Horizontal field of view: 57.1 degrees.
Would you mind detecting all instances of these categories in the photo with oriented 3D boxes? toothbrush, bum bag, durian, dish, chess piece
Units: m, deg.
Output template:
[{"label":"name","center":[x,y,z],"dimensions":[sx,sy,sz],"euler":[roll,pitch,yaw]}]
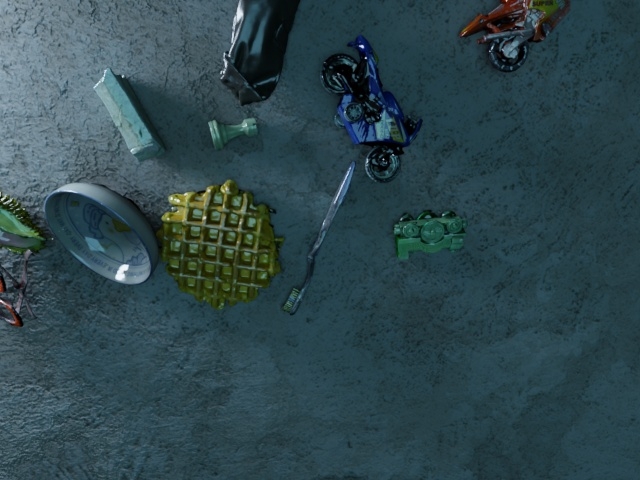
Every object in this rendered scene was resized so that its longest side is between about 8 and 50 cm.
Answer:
[{"label":"toothbrush","center":[0.000,0.000,1.414],"dimensions":[0.042,0.035,0.413],"euler":[23,104,-7]},{"label":"bum bag","center":[-0.133,-0.449,1.255],"dimensions":[0.142,0.079,0.326],"euler":[14,102,-16]},{"label":"durian","center":[-0.712,-0.048,1.325],"dimensions":[0.221,0.095,0.137],"euler":[35,142,-19]},{"label":"dish","center":[-0.459,-0.041,1.319],"dimensions":[0.274,0.133,0.273],"euler":[17,139,16]},{"label":"chess piece","center":[-0.194,-0.245,1.318],"dimensions":[0.103,0.067,0.067],"euler":[-15,107,-8]}]

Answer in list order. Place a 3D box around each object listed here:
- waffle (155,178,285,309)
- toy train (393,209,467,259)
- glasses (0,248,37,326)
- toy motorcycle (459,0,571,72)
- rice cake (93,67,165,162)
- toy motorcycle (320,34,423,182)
[{"label":"waffle","center":[-0.232,0.020,1.392],"dimensions":[0.329,0.062,0.329],"euler":[-1,106,-4]},{"label":"toy train","center":[0.263,-0.013,1.412],"dimensions":[0.178,0.071,0.104],"euler":[-5,114,-1]},{"label":"glasses","center":[-0.735,0.088,1.355],"dimensions":[0.162,0.095,0.255],"euler":[15,124,23]},{"label":"toy motorcycle","center":[0.452,-0.511,1.267],"dimensions":[0.171,0.089,0.298],"euler":[40,101,-12]},{"label":"rice cake","center":[-0.420,-0.271,1.291],"dimensions":[0.069,0.063,0.206],"euler":[-27,105,10]},{"label":"toy motorcycle","center":[0.122,-0.290,1.303],"dimensions":[0.169,0.113,0.315],"euler":[-28,98,-6]}]
